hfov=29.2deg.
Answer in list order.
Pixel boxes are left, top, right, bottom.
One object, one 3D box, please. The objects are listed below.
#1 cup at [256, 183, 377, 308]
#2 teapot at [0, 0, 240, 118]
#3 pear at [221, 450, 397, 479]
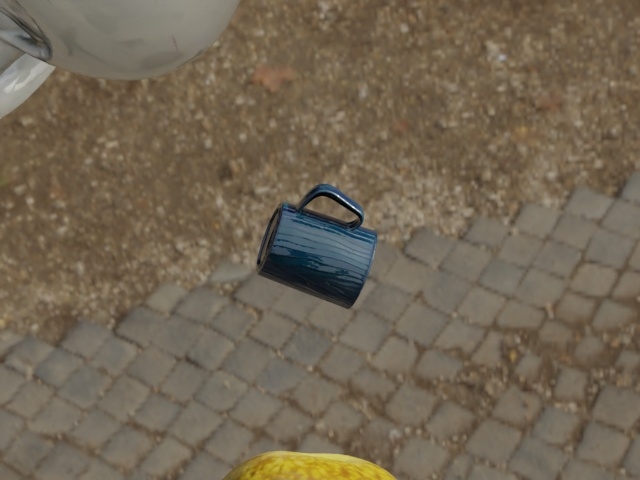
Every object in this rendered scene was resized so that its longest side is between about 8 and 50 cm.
[{"bbox_3d":[-0.002,0.001,1.678,0.138,0.113,0.150,20,87,-10],"label":"cup"},{"bbox_3d":[-0.123,-0.130,0.463,0.204,0.298,0.139,32,81,9],"label":"teapot"},{"bbox_3d":[-0.010,0.357,1.310,0.280,0.281,0.281,-6,46,6],"label":"pear"}]
